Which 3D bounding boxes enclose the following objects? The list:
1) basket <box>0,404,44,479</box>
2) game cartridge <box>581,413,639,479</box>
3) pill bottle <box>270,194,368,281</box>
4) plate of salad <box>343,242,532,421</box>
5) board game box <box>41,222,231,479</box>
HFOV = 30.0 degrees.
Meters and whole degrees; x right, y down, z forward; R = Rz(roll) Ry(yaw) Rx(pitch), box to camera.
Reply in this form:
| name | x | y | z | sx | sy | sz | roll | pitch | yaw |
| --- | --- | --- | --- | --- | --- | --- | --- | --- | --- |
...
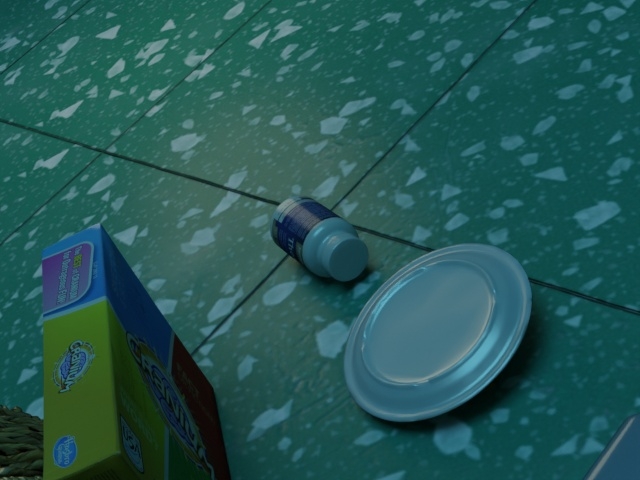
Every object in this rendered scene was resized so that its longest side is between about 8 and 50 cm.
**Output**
| name | x | y | z | sx | sy | sz | roll | pitch | yaw |
| --- | --- | --- | --- | --- | --- | --- | --- | --- | --- |
| basket | -0.293 | 0.300 | 0.967 | 0.299 | 0.213 | 0.223 | -60 | 33 | 1 |
| game cartridge | 0.295 | 0.222 | 0.807 | 0.297 | 0.062 | 0.198 | 15 | 59 | 46 |
| pill bottle | 0.000 | 0.000 | 1.289 | 0.067 | 0.067 | 0.120 | -39 | 35 | -12 |
| plate of salad | 0.111 | 0.087 | 1.116 | 0.200 | 0.048 | 0.199 | -26 | 39 | 23 |
| board game box | -0.154 | 0.165 | 1.043 | 0.064 | 0.242 | 0.316 | -26 | 35 | 4 |
